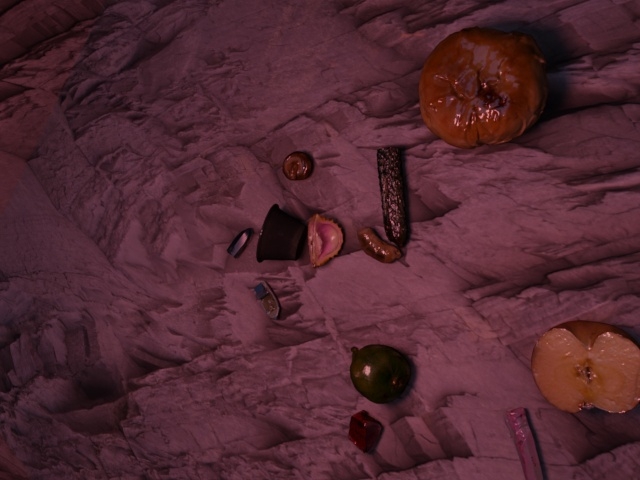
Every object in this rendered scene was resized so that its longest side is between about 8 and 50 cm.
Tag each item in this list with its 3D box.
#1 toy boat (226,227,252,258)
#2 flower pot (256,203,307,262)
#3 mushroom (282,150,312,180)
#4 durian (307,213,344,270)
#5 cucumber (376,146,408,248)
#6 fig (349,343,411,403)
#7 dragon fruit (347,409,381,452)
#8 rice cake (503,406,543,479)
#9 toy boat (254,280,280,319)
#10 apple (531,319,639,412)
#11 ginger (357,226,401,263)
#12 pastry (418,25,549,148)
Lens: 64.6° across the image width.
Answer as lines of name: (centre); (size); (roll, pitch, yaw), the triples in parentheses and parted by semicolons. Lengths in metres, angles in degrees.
toy boat: (-0.327, 0.005, 2.089); (0.055, 0.060, 0.141); (40, 95, 24)
flower pot: (-0.139, -0.008, 1.930); (0.148, 0.235, 0.235); (17, 93, 8)
mushroom: (-0.092, -0.292, 1.983); (0.127, 0.087, 0.127); (0, 89, 24)
durian: (-0.001, -0.002, 1.892); (0.165, 0.132, 0.182); (-29, 85, 33)
cucumber: (0.257, -0.149, 1.801); (0.096, 0.096, 0.360); (-5, 84, 25)
fig: (0.181, 0.447, 1.769); (0.235, 0.203, 0.203); (15, 93, 66)
dragon fruit: (0.160, 0.659, 1.785); (0.102, 0.096, 0.147); (28, 129, 35)
rice cake: (0.633, 0.669, 1.567); (0.081, 0.051, 0.290); (-14, 79, 24)
toy boat: (-0.209, 0.238, 2.008); (0.069, 0.058, 0.173); (-36, 71, 19)
apple: (0.783, 0.357, 1.461); (0.292, 0.163, 0.251); (0, 95, 39)
ginger: (0.202, 0.021, 1.822); (0.190, 0.069, 0.095); (33, 104, 24)
pastry: (0.513, -0.482, 1.619); (0.409, 0.245, 0.410); (-1, 88, 25)
